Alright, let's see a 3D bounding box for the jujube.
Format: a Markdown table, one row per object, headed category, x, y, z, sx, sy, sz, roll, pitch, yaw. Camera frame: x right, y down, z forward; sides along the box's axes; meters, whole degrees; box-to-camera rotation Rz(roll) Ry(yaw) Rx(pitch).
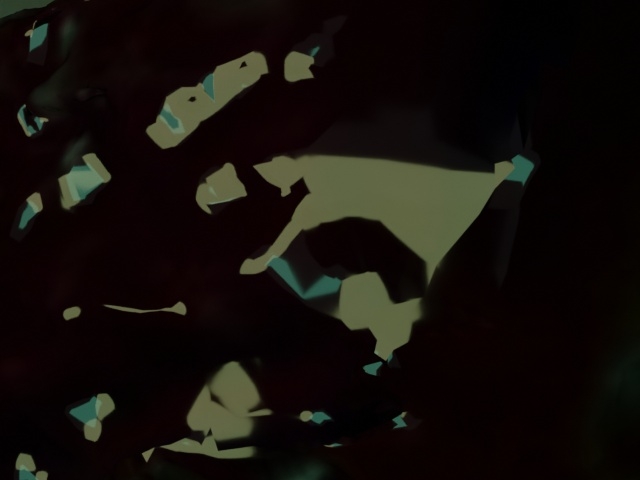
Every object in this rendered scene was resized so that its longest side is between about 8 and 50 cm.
| category | x | y | z | sx | sy | sz | roll | pitch | yaw |
| --- | --- | --- | --- | --- | --- | --- | --- | --- | --- |
| jujube | 0.000 | 0.000 | 0.703 | 0.376 | 0.258 | 0.258 | -19 | 74 | 37 |
